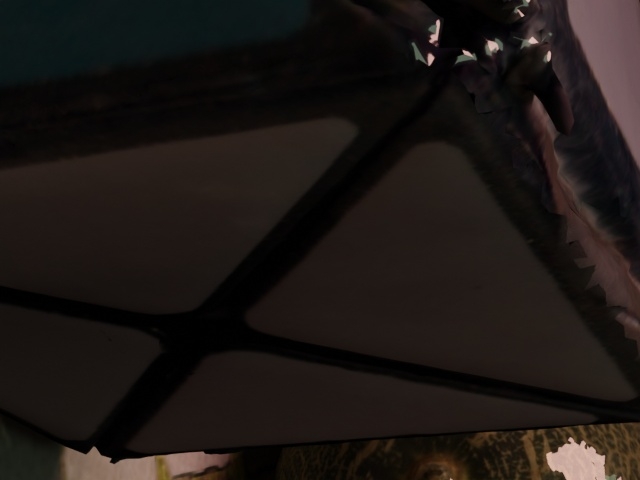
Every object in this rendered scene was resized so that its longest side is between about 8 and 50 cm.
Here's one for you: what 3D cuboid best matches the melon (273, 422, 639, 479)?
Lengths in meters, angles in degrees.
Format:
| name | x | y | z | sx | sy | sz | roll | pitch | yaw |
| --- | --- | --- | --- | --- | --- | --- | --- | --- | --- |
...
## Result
| name | x | y | z | sx | sy | sz | roll | pitch | yaw |
| --- | --- | --- | --- | --- | --- | --- | --- | --- | --- |
| melon | 0.100 | 0.173 | 0.842 | 0.329 | 0.248 | 0.249 | 57 | 35 | -63 |

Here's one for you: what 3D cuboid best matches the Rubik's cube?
| name | x | y | z | sx | sy | sz | roll | pitch | yaw |
| --- | --- | --- | --- | --- | --- | --- | --- | --- | --- |
| Rubik's cube | -0.029 | -0.105 | 0.544 | 0.310 | 0.305 | 0.307 | 41 | 46 | -55 |
